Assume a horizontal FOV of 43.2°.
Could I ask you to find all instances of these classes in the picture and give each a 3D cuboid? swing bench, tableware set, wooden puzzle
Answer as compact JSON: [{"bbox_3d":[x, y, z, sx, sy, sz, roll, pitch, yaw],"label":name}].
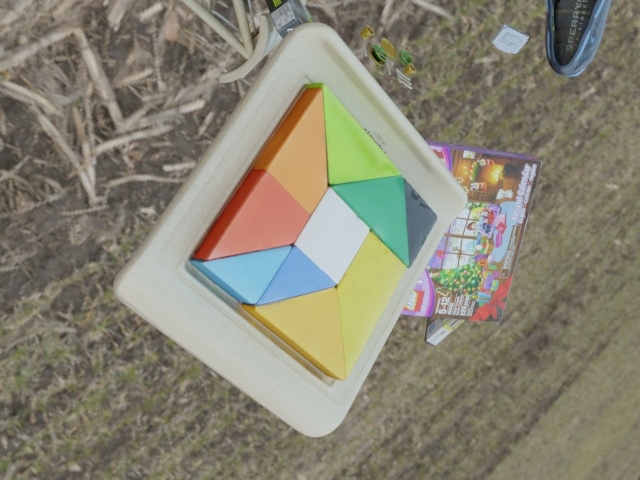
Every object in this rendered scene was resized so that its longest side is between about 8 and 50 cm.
[{"bbox_3d":[-0.145,-0.475,1.547,0.254,0.165,0.253,58,30,-20],"label":"swing bench"},{"bbox_3d":[0.137,-0.372,1.598,0.154,0.104,0.024,26,135,-38],"label":"tableware set"},{"bbox_3d":[0.000,0.000,0.589,0.221,0.044,0.238,44,72,-33],"label":"wooden puzzle"}]

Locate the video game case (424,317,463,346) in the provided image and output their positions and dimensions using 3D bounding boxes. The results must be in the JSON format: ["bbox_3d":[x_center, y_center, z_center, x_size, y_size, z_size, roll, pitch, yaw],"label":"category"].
[{"bbox_3d":[0.349,0.092,1.975,0.248,0.035,0.274,-51,-165,43],"label":"video game case"}]

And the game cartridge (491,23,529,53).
[{"bbox_3d":[0.428,-0.456,1.834,0.083,0.017,0.056,14,127,-35],"label":"game cartridge"}]

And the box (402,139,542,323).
[{"bbox_3d":[0.236,-0.011,1.352,0.201,0.057,0.293,6,107,-13],"label":"box"}]

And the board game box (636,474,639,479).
[{"bbox_3d":[0.551,0.452,1.341,0.346,0.056,0.208,-67,172,22],"label":"board game box"}]

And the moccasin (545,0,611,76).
[{"bbox_3d":[0.448,-0.448,1.354,0.117,0.138,0.341,-30,121,-62],"label":"moccasin"}]

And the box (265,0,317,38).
[{"bbox_3d":[-0.032,-0.359,1.382,0.045,0.190,0.184,-32,138,15],"label":"box"}]
